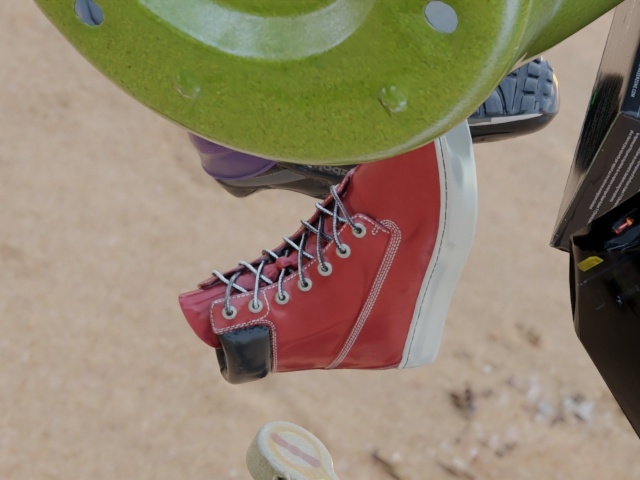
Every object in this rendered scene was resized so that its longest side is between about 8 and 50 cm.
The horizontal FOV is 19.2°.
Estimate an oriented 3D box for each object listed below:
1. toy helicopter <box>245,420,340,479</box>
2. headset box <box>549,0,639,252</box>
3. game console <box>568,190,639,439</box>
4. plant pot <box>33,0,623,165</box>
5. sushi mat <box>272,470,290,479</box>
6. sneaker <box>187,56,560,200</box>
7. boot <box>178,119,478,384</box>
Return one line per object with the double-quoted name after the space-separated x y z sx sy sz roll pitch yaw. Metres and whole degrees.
0.065 0.299 1.754 0.235 0.140 0.355 -11 52 -48 "toy helicopter"
0.303 -0.075 1.064 0.283 0.131 0.246 19 55 1 "headset box"
0.281 -0.003 0.673 0.213 0.361 0.044 54 9 -23 "game console"
0.040 -0.223 0.789 0.366 0.366 0.353 33 48 6 "plant pot"
-0.012 0.288 1.247 0.019 0.316 0.151 2 57 12 "sushi mat"
0.041 -0.089 1.426 0.283 0.124 0.107 0 48 14 "sneaker"
0.000 0.000 1.223 0.176 0.244 0.088 -5 44 -16 "boot"
